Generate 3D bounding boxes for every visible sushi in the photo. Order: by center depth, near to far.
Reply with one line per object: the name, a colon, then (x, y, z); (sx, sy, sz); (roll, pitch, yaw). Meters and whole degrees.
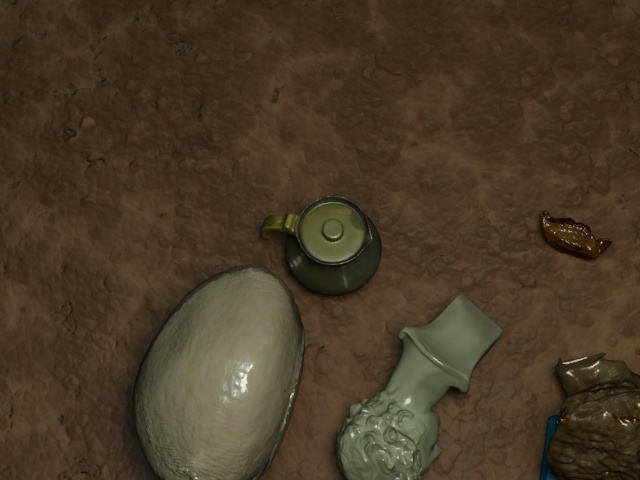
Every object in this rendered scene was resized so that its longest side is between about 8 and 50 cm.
sushi: (0.342, -0.006, 1.410); (0.099, 0.050, 0.047); (25, 79, 2)

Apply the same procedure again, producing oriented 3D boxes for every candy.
candy: (-0.124, 0.163, 1.243); (0.185, 0.295, 0.296); (16, 71, -10)

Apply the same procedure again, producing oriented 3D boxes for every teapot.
teapot: (0.000, 0.000, 1.377); (0.165, 0.119, 0.130); (15, 71, 7)

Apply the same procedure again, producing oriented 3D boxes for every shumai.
shumai: (0.364, 0.216, 1.278); (0.166, 0.206, 0.176); (-5, 48, 17)

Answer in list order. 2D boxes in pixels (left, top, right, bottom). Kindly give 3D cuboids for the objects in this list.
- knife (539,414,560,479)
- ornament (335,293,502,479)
knife: (0.285, 0.364, 1.300); (0.044, 0.026, 0.297); (12, 69, 2)
ornament: (0.120, 0.192, 1.310); (0.130, 0.120, 0.285); (27, 72, 11)
